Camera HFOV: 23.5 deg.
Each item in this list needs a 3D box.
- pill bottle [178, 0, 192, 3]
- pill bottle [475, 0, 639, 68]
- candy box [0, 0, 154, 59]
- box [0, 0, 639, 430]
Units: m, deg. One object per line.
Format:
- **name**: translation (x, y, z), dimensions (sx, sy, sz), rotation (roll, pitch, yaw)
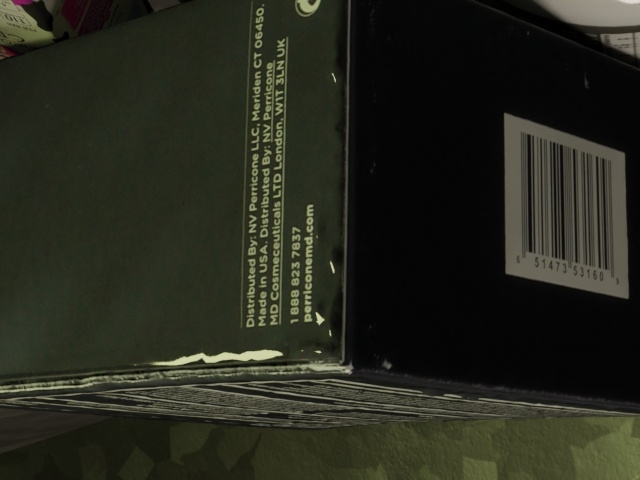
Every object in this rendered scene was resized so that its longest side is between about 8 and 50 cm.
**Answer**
- **pill bottle**: translation (-0.061, -0.189, 0.822), dimensions (0.108, 0.108, 0.180), rotation (-15, 168, 10)
- **pill bottle**: translation (0.157, -0.191, 0.795), dimensions (0.210, 0.210, 0.363), rotation (-15, 168, 10)
- **candy box**: translation (-0.189, -0.151, 0.787), dimensions (0.159, 0.071, 0.233), rotation (19, 172, 9)
- **box**: translation (0.000, 0.000, 0.787), dimensions (0.294, 0.183, 0.296), rotation (-9, 165, 41)
